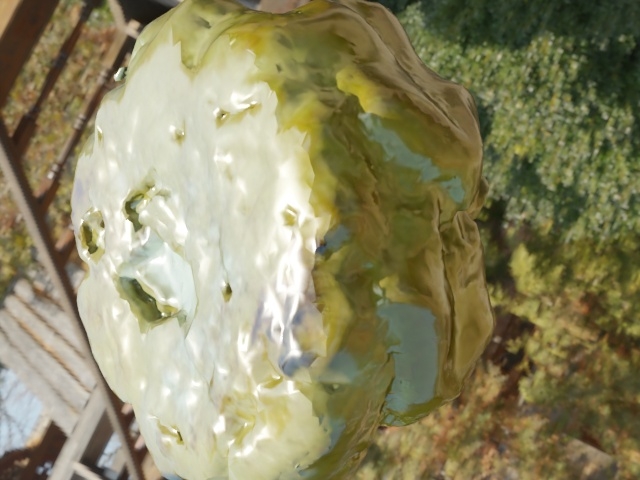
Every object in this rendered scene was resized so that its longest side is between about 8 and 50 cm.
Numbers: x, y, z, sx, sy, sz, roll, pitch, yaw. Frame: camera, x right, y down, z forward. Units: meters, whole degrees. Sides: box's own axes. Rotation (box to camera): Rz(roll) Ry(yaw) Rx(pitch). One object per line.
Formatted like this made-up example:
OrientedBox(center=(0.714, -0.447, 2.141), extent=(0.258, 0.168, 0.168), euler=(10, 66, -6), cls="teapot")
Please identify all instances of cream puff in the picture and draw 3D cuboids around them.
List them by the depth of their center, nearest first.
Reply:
OrientedBox(center=(0.001, 0.000, 0.574), extent=(0.257, 0.324, 0.291), euler=(-8, -122, -43), cls="cream puff")
